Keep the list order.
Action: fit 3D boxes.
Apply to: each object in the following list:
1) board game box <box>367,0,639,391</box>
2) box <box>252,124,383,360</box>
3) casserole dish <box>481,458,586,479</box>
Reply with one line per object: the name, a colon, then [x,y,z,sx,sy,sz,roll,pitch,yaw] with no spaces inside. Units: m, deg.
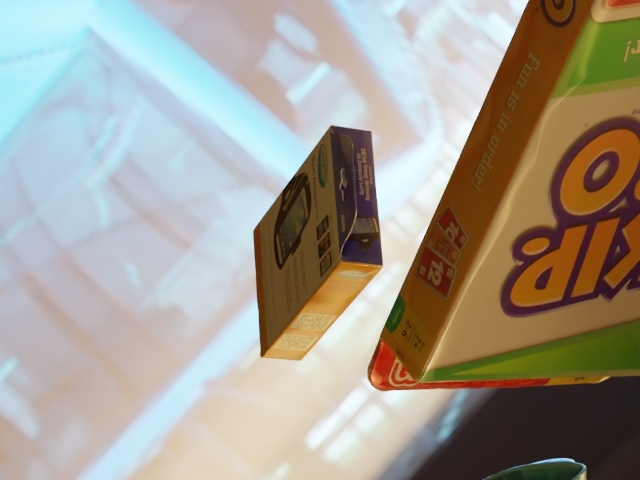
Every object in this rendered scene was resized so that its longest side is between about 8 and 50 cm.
board game box: [0.112,-0.043,0.668,0.039,0.124,0.259,56,-47,41]
box: [0.000,0.000,1.040,0.136,0.028,0.081,132,-40,-54]
casserole dish: [0.126,0.218,1.492,0.188,0.037,0.114,-24,-173,-36]
